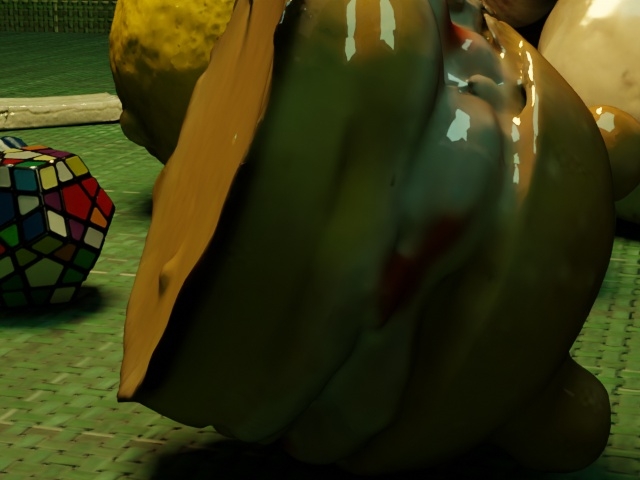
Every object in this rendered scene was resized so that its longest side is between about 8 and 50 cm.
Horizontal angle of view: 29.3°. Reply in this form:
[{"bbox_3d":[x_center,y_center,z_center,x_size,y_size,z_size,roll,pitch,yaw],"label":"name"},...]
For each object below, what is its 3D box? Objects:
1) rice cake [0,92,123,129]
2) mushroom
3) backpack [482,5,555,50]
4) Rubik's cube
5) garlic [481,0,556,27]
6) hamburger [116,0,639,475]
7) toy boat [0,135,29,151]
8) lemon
[{"bbox_3d":[-0.389,-0.192,1.793,0.211,0.038,0.124,-5,15,-21],"label":"rice cake"},{"bbox_3d":[0.362,-0.134,1.207,0.314,0.314,0.336,4,-16,15],"label":"mushroom"},{"bbox_3d":[0.240,-0.301,1.543,0.446,0.363,0.254,31,32,-30],"label":"backpack"},{"bbox_3d":[-0.222,-0.011,0.923,0.133,0.133,0.112,3,-10,12],"label":"Rubik's cube"},{"bbox_3d":[0.200,-0.374,1.241,0.245,0.245,0.253,13,57,41],"label":"garlic"},{"bbox_3d":[0.036,-0.007,0.628,0.237,0.276,0.276,19,10,-13],"label":"hamburger"},{"bbox_3d":[-0.420,-0.033,1.173,0.291,0.067,0.220,-22,23,-30],"label":"toy boat"},{"bbox_3d":[-0.048,-0.193,1.231,0.364,0.364,0.364,0,14,0],"label":"lemon"}]
